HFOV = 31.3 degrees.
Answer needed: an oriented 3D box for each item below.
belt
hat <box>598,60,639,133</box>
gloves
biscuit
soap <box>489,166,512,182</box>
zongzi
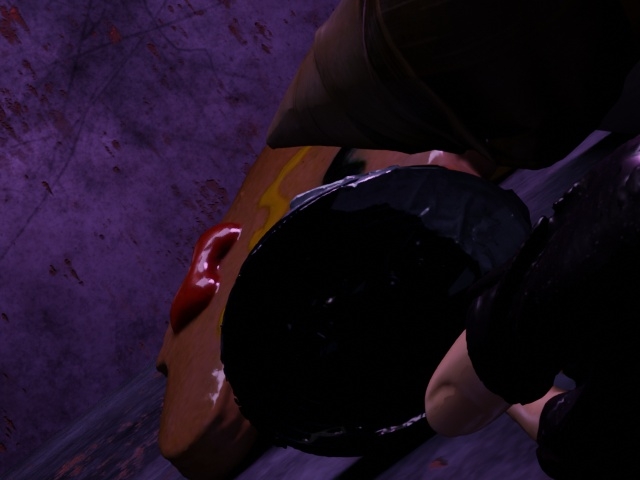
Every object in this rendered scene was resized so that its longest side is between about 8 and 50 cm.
[{"bbox_3d":[0.034,0.033,0.664,0.198,0.151,0.078,-32,3,1],"label":"belt"},{"bbox_3d":[0.273,-0.150,1.028,0.258,0.168,0.301,-14,-19,5],"label":"hat"},{"bbox_3d":[0.120,0.021,0.383,0.164,0.124,0.203,-15,-27,-22],"label":"gloves"},{"bbox_3d":[0.000,0.000,0.905,0.394,0.076,0.368,-24,38,48],"label":"biscuit"},{"bbox_3d":[0.225,-0.107,1.427,0.140,0.045,0.089,-37,7,-22],"label":"soap"},{"bbox_3d":[0.112,-0.172,0.708,0.289,0.154,0.317,-43,16,-22],"label":"zongzi"}]
